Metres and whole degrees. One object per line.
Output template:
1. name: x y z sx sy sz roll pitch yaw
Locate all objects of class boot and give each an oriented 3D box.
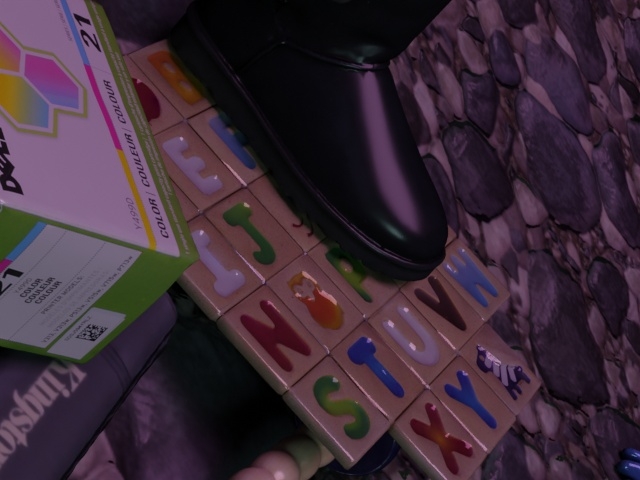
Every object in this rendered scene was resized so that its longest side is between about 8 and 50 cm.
1. boot: 0.043 -0.121 1.034 0.246 0.207 0.094 49 31 5

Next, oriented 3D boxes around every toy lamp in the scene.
1. toy lamp: -0.021 0.132 0.967 0.274 0.080 0.080 -26 90 -56

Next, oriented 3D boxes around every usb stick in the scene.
1. usb stick: -0.152 0.092 0.834 0.077 0.045 0.278 53 35 -14

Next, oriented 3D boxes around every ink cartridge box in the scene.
1. ink cartridge box: -0.202 -0.059 0.781 0.255 0.097 0.189 19 38 -48

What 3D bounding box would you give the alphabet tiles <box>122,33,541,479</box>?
1. alphabet tiles: 0.000 0.000 1.053 0.342 0.011 0.285 48 31 4

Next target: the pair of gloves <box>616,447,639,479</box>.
1. pair of gloves: 0.299 0.267 1.372 0.159 0.023 0.198 42 40 -31
